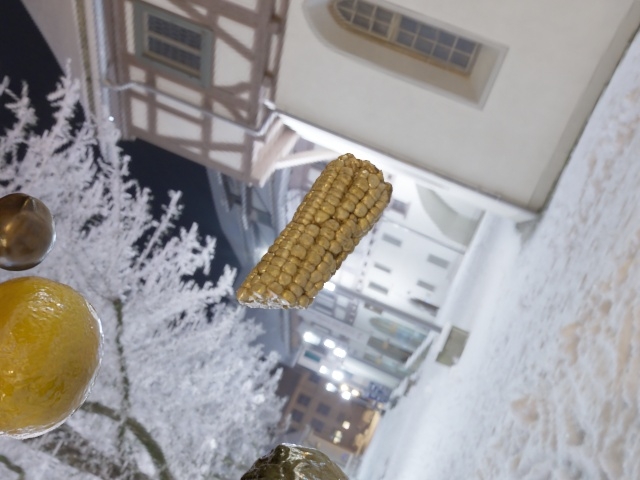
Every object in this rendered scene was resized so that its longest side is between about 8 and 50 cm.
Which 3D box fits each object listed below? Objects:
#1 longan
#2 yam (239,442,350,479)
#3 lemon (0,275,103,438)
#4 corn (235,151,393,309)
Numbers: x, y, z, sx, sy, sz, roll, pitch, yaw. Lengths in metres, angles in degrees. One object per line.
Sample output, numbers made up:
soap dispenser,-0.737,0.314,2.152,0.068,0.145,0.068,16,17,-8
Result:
longan,-0.390,-0.013,0.913,0.113,0.092,0.113,-163,90,-71
yam,-0.038,0.414,0.898,0.300,0.195,0.195,-96,24,-67
lemon,-0.457,0.178,1.109,0.236,0.236,0.263,102,152,-54
corn,0.000,0.000,0.743,0.210,0.087,0.087,-57,-11,-22
